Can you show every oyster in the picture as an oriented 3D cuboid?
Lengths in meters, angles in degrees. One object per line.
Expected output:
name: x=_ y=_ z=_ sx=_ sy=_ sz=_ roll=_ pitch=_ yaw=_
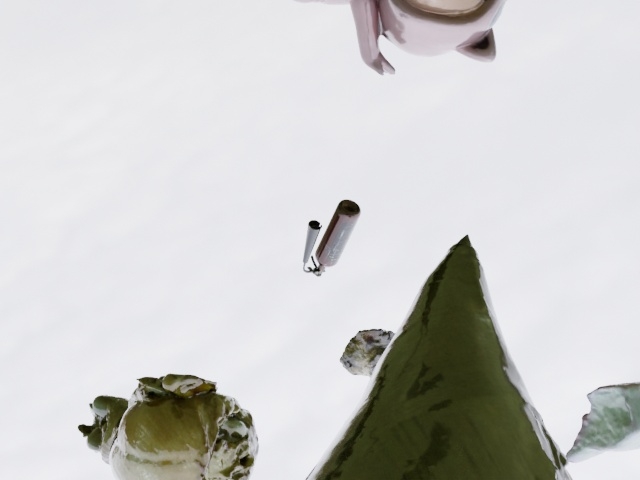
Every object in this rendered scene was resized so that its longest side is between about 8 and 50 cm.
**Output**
oyster: x=0.057 y=0.095 z=1.166 sx=0.083 sy=0.054 sz=0.019 roll=26 pitch=-137 yaw=-8

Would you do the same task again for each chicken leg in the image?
chicken leg: x=-0.191 y=0.232 z=1.859 sx=0.153 sy=0.201 sz=0.429 roll=-56 pitch=-162 yaw=-14

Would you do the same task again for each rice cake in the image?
rice cake: x=0.297 y=0.129 z=1.233 sx=0.290 sy=0.051 sz=0.081 roll=-1 pitch=147 yaw=-42

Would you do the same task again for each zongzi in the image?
zongzi: x=-0.021 y=0.178 z=0.777 sx=0.356 sy=0.174 sz=0.393 roll=-6 pitch=-122 yaw=-20

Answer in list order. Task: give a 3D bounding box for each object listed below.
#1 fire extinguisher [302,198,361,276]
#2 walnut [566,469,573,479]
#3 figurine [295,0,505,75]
fire extinguisher: x=0.003 y=0.005 z=1.537 sx=0.032 sy=0.100 sz=0.046 roll=43 pitch=-140 yaw=21
walnut: x=0.124 y=0.245 z=1.268 sx=0.165 sy=0.165 sz=0.197 roll=9 pitch=-112 yaw=40
figurine: x=0.059 y=-0.274 z=1.570 sx=0.287 sy=0.176 sz=0.186 roll=20 pitch=162 yaw=-10
